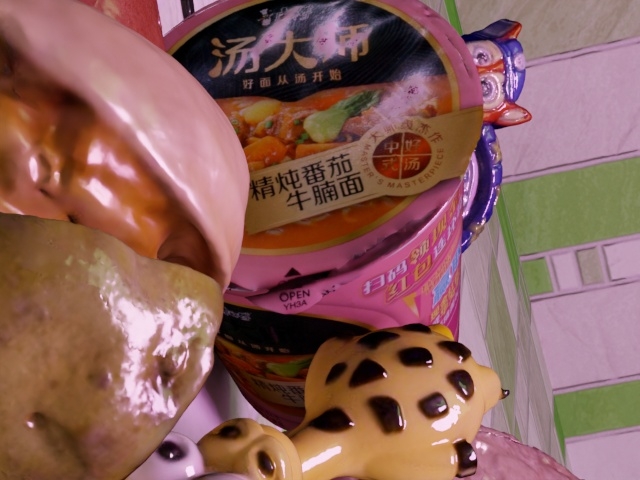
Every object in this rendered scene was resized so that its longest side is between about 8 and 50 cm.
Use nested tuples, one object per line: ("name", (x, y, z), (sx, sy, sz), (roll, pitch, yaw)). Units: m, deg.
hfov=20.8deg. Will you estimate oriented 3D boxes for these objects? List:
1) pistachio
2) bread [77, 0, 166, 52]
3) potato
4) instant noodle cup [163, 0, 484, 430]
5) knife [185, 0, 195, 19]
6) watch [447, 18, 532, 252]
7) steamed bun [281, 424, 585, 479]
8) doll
("pistachio", (-0.118, -0.028, 0.764), (0.229, 0.157, 0.157), (49, 32, -56))
("bread", (-0.124, -0.111, 0.973), (0.119, 0.067, 0.192), (-12, 90, -78))
("potato", (-0.122, 0.044, 0.661), (0.120, 0.149, 0.081), (57, 19, -54))
("instant noodle cup", (0.000, 0.000, 1.122), (0.255, 0.244, 0.244), (75, 10, -53))
("knife", (-0.096, -0.177, 1.295), (0.023, 0.010, 0.170), (26, 55, -75))
("watch", (0.039, -0.071, 1.353), (0.196, 0.200, 0.171), (-18, 107, -33))
("steamed bun", (0.044, 0.251, 1.084), (0.301, 0.199, 0.251), (20, 53, -38))
("doll", (-0.013, 0.116, 0.922), (0.291, 0.117, 0.086), (-25, 140, -40))
